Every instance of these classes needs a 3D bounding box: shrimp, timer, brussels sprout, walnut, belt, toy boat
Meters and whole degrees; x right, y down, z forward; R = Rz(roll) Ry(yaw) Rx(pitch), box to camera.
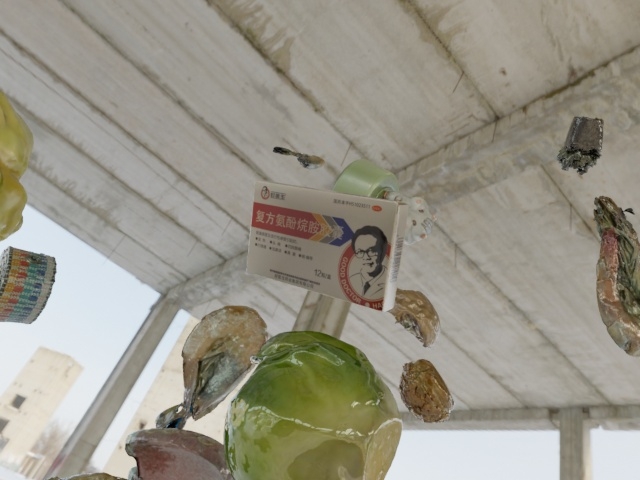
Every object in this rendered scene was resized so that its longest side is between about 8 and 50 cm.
[{"bbox_3d":[-0.095,-0.301,1.669,0.198,0.262,0.051,16,-74,9],"label":"shrimp"},{"bbox_3d":[0.224,-0.093,1.518,0.315,0.291,0.290,23,-32,32],"label":"timer"},{"bbox_3d":[0.348,0.038,0.524,0.101,0.190,0.042,-4,-12,-23],"label":"shrimp"},{"bbox_3d":[-0.016,0.272,0.692,0.294,0.259,0.227,8,-34,46],"label":"brussels sprout"},{"bbox_3d":[0.319,0.250,1.535,0.204,0.141,0.238,43,2,39],"label":"walnut"},{"bbox_3d":[-0.840,0.125,1.275,0.150,0.207,0.258,22,-28,-39],"label":"belt"},{"bbox_3d":[-0.331,0.383,1.350,0.221,0.445,0.110,38,-5,-19],"label":"shrimp"},{"bbox_3d":[-0.263,0.431,0.887,0.228,0.085,0.155,6,-77,10],"label":"toy boat"}]

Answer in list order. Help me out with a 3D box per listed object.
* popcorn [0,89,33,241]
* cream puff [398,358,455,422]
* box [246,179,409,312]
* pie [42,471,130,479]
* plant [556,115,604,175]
[{"bbox_3d":[-0.339,-0.040,0.305,0.287,0.215,0.252,1,-23,17],"label":"popcorn"},{"bbox_3d":[0.258,0.380,1.147,0.165,0.115,0.150,61,-5,16],"label":"cream puff"},{"bbox_3d":[0.000,0.000,0.966,0.353,0.069,0.214,12,-80,30],"label":"box"},{"bbox_3d":[-0.416,0.461,0.814,0.194,0.079,0.163,-23,-55,21],"label":"pie"},{"bbox_3d":[0.653,-0.235,1.143,0.095,0.092,0.143,9,-73,1],"label":"plant"}]
